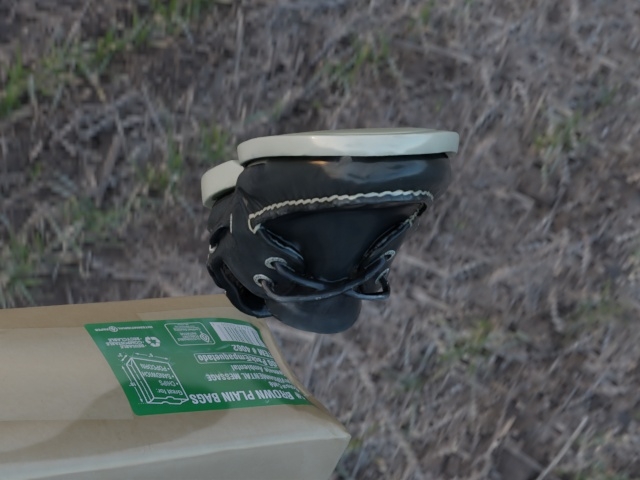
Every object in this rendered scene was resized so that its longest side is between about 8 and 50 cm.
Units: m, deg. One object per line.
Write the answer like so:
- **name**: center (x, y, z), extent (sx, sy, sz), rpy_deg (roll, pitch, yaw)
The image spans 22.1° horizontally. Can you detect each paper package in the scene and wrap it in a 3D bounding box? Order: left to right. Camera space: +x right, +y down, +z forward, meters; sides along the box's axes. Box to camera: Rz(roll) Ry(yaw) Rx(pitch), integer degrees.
- **paper package**: center (-0.191, 0.200, 1.175), extent (0.325, 0.309, 0.168), rpy_deg (-1, 41, -38)

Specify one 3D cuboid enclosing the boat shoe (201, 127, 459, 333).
- **boat shoe**: center (-0.004, 0.000, 0.982), extent (0.127, 0.340, 0.113), rpy_deg (0, 86, -20)
